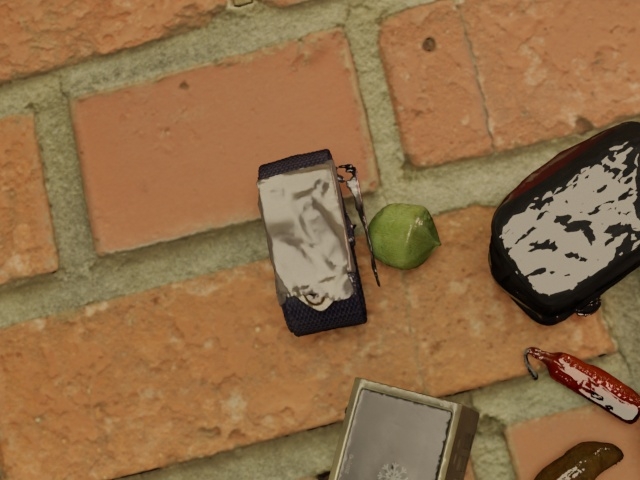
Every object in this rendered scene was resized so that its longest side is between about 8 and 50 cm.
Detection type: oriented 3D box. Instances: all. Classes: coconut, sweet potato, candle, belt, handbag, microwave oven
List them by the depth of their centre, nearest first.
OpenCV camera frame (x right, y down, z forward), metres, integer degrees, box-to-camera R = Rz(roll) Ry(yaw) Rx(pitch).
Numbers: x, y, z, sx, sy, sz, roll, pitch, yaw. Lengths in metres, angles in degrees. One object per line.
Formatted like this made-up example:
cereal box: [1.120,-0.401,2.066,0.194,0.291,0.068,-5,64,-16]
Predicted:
microwave oven: [0.086,0.298,1.362,0.145,0.194,0.240,13,82,14]
handbag: [0.318,-0.020,1.392,0.254,0.181,0.181,-37,77,-3]
sweet potato: [0.287,0.302,1.404,0.182,0.054,0.053,-42,69,1]
candle: [0.326,0.176,1.431,0.162,0.048,0.053,30,50,11]
belt: [0.000,0.000,1.449,0.126,0.139,0.230,-12,77,6]
coconut: [0.109,-0.005,1.465,0.096,0.088,0.087,17,82,23]
